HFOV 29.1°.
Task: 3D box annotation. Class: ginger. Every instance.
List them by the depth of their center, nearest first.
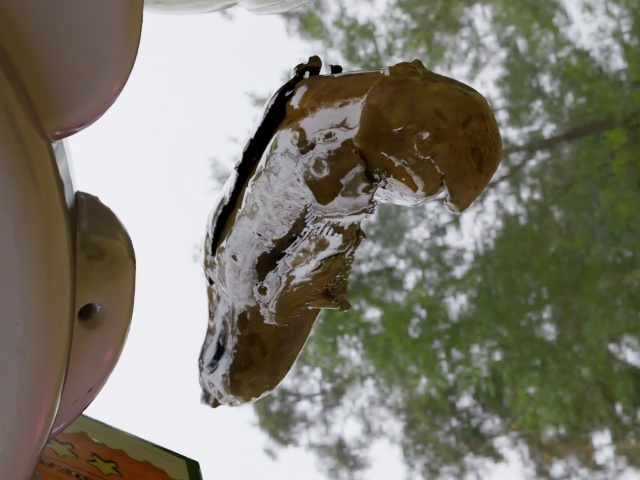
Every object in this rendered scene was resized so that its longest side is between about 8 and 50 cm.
[{"bbox_3d":[-0.006,-0.013,0.767,0.107,0.309,0.133,-22,-106,-36],"label":"ginger"}]

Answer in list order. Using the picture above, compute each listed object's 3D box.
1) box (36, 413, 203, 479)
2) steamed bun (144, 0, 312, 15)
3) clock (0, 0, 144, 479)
[{"bbox_3d":[-0.172,0.189,0.623,0.177,0.195,0.148,26,-174,-14],"label":"box"},{"bbox_3d":[0.001,-0.319,0.815,0.346,0.237,0.394,-174,99,-77],"label":"steamed bun"},{"bbox_3d":[-0.215,0.006,0.443,0.113,0.295,0.322,-116,30,-69],"label":"clock"}]
